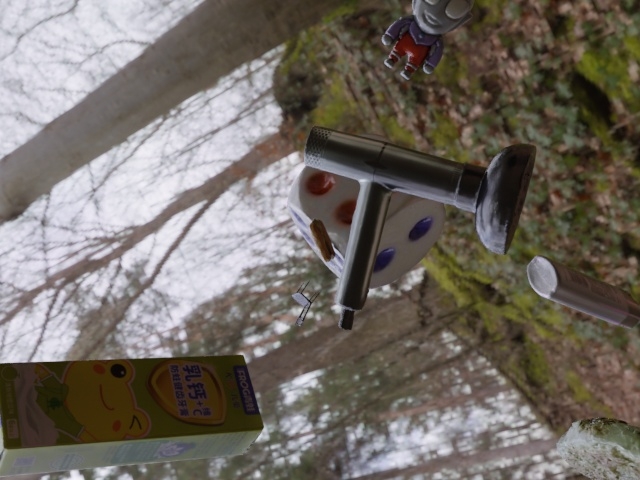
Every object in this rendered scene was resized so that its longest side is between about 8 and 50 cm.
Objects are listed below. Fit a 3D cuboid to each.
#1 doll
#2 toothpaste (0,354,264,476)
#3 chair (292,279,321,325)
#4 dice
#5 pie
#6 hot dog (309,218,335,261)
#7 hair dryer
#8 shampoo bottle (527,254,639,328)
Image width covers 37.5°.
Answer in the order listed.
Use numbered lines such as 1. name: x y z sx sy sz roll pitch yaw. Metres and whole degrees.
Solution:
1. doll: 0.178 -0.353 1.440 0.102 0.228 0.075 35 -176 -8
2. toothpaste: -0.234 0.206 1.136 0.327 0.077 0.110 2 -129 -30
3. chair: -0.036 0.120 1.833 0.042 0.037 0.086 37 -119 -14
4. dice: 0.094 -0.062 2.008 0.259 0.251 0.243 46 171 34
5. pie: 0.617 0.425 1.777 0.296 0.371 0.078 48 -118 -49
6. hot dog: 0.000 0.000 1.699 0.037 0.021 0.083 -23 -87 -49
7. hair dryer: 0.135 -0.016 1.357 0.156 0.320 0.284 -51 -36 -57
8. shampoo bottle: 0.450 0.089 1.603 0.227 0.056 0.086 19 -149 -34
